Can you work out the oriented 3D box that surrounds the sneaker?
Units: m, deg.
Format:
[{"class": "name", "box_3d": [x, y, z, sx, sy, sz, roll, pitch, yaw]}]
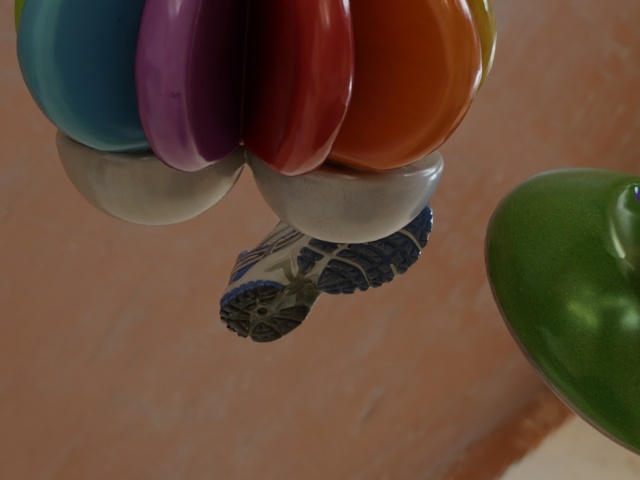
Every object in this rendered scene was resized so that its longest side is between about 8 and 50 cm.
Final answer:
[{"class": "sneaker", "box_3d": [0.000, 0.000, 0.899, 0.135, 0.058, 0.052, -27, 129, 27]}]

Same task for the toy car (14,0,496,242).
[{"class": "toy car", "box_3d": [-0.028, -0.073, 0.604, 0.136, 0.182, 0.159, -71, 166, -70]}]

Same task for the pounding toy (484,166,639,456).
[{"class": "pounding toy", "box_3d": [0.209, 0.024, 0.854, 0.110, 0.237, 0.183, -49, -157, 37]}]
